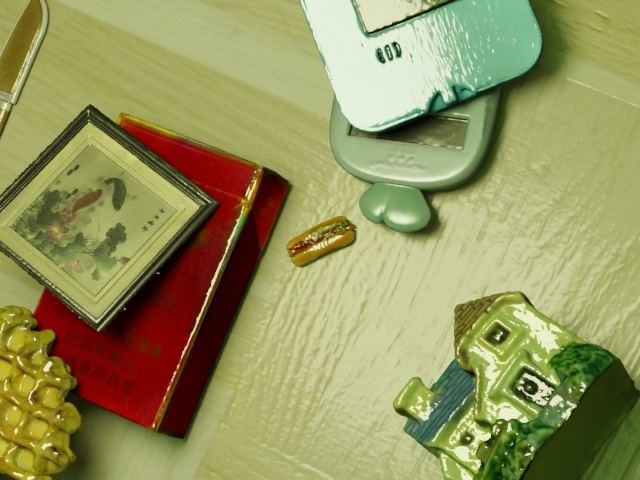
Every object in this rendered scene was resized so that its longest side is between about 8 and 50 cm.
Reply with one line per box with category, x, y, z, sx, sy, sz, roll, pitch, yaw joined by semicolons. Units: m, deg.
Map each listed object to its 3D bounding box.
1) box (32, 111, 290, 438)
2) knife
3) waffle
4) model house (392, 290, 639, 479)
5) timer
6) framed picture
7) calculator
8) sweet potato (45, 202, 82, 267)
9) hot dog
box;-0.188;0.038;1.914;0.197;0.089;0.313;21;87;23
knife;-0.380;-0.181;2.051;0.046;0.022;0.256;20;86;24
waffle;-0.383;0.192;1.871;0.253;0.056;0.249;-34;68;6
model house;0.178;0.166;1.732;0.189;0.195;0.214;37;89;28
timer;0.104;-0.258;1.866;0.231;0.091;0.250;-20;82;10
framed picture;-0.242;-0.026;1.858;0.199;0.010;0.195;37;74;17
calculator;0.105;-0.153;1.886;0.185;0.041;0.299;7;80;18
sweet potato;-0.275;0.019;1.874;0.049;0.049;0.117;-20;69;13
hot dog;0.000;0.000;1.899;0.083;0.021;0.037;-29;74;11
